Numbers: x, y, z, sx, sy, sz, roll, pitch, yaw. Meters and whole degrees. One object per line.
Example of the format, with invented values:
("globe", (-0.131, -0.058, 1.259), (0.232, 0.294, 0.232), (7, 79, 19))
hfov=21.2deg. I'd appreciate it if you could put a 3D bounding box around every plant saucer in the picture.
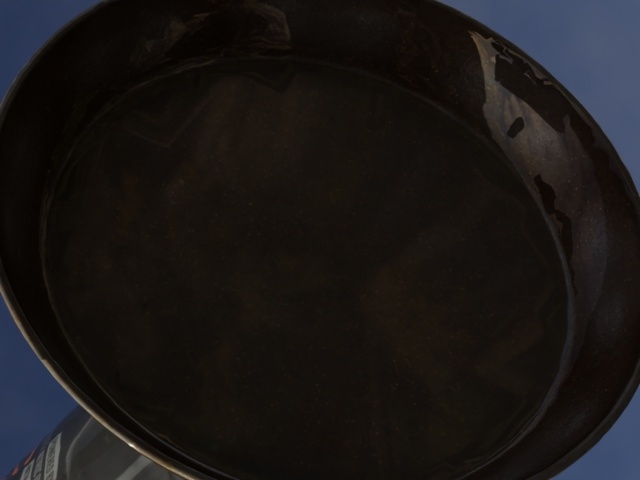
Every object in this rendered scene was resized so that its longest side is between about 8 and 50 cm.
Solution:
("plant saucer", (0.000, 0.000, 0.424), (0.168, 0.168, 0.029), (-45, -14, -37))

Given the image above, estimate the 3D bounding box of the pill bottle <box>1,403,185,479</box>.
("pill bottle", (-0.045, 0.112, 0.534), (0.245, 0.130, 0.130), (-44, -30, 22))
